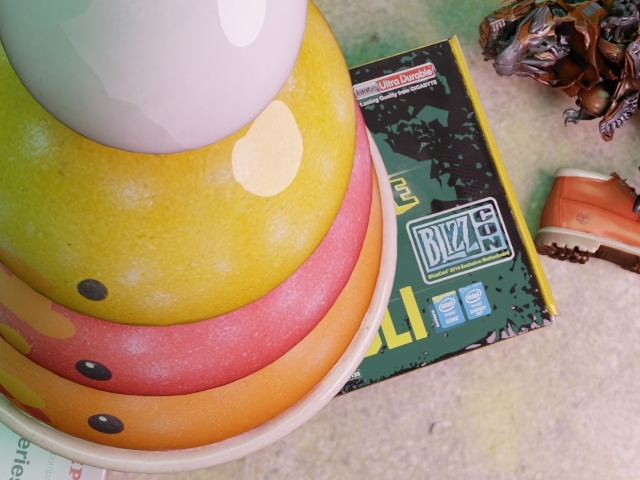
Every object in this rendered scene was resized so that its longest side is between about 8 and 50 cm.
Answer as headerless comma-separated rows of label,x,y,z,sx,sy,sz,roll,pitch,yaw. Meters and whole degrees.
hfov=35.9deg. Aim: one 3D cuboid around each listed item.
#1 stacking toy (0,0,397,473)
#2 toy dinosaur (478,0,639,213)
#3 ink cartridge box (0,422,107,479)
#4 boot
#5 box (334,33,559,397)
stacking toy,-0.095,-0.058,0.539,0.350,0.480,0.350,2,75,-6
toy dinosaur,0.304,-0.153,0.826,0.322,0.164,0.218,-14,47,6
ink cartridge box,-0.262,0.130,0.764,0.212,0.093,0.154,14,80,-12
boot,0.269,-0.016,0.850,0.158,0.059,0.084,13,75,1
box,0.000,0.000,0.823,0.322,0.079,0.257,-17,83,-6
